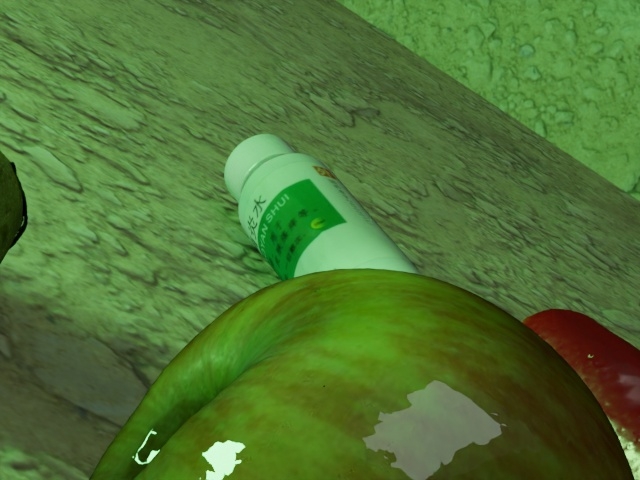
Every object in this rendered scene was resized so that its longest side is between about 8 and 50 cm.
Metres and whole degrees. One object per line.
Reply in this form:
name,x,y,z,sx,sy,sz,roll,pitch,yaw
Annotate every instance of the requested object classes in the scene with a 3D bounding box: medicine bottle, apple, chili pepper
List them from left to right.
medicine bottle,0.000,0.000,1.407,0.095,0.095,0.260,19,21,-36
apple,0.021,0.150,0.734,0.264,0.264,0.264,28,16,-9
chili pepper,0.196,0.125,1.320,0.131,0.135,0.338,3,31,-33

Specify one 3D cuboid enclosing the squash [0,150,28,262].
squash,-0.235,0.007,0.992,0.095,0.095,0.188,29,21,-8
